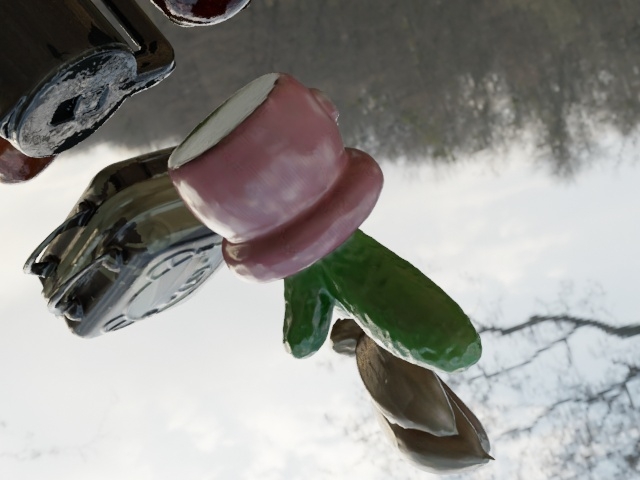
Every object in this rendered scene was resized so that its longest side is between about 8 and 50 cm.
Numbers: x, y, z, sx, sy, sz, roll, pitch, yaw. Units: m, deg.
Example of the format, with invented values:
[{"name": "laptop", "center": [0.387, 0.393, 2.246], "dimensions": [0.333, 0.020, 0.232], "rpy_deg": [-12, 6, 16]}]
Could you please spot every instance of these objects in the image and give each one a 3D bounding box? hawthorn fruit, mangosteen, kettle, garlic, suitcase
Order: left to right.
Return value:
[{"name": "kettle", "center": [-0.364, -0.263, 1.290], "dimensions": [0.203, 0.308, 0.262], "rpy_deg": [-47, 168, 14]}, {"name": "hawthorn fruit", "center": [-0.446, -0.153, 1.592], "dimensions": [0.138, 0.133, 0.133], "rpy_deg": [-37, -167, 6]}, {"name": "suitcase", "center": [-0.287, -0.002, 1.636], "dimensions": [0.339, 0.194, 0.351], "rpy_deg": [-21, 163, -42]}, {"name": "mangosteen", "center": [-0.147, -0.301, 1.218], "dimensions": [0.181, 0.156, 0.146], "rpy_deg": [-38, -156, 49]}, {"name": "garlic", "center": [0.150, 0.253, 1.673], "dimensions": [0.132, 0.279, 0.325], "rpy_deg": [-38, -123, 7]}]

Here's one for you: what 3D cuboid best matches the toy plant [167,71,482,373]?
[{"name": "toy plant", "center": [0.000, -0.007, 1.222], "dimensions": [0.210, 0.356, 0.317], "rpy_deg": [-37, -161, -12]}]
